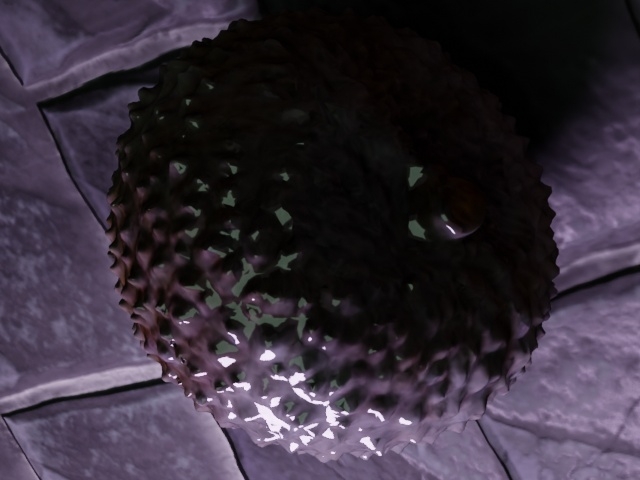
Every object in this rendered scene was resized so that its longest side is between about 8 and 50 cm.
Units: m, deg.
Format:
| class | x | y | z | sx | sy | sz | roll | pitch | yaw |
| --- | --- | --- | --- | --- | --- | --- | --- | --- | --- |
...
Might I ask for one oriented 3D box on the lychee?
| class | x | y | z | sx | sy | sz | roll | pitch | yaw |
| --- | --- | --- | --- | --- | --- | --- | --- | --- | --- |
| lychee | 0.000 | 0.004 | 0.973 | 0.300 | 0.300 | 0.300 | 16 | 125 | 24 |
